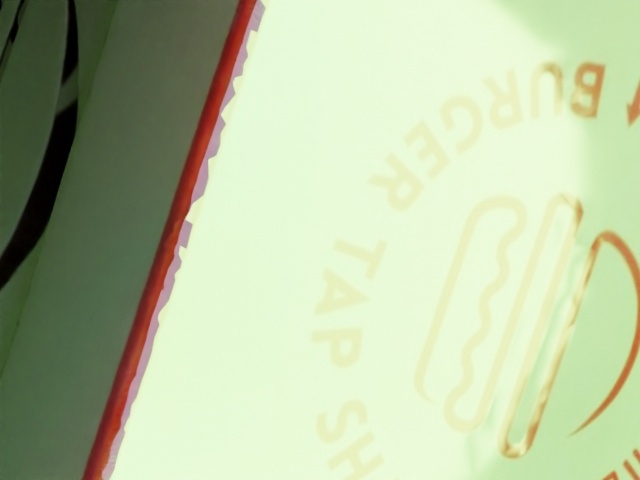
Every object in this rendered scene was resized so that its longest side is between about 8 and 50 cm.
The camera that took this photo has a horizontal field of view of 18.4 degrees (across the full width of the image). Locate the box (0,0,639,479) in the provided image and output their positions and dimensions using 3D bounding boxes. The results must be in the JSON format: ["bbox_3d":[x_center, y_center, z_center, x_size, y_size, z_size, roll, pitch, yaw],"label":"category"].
[{"bbox_3d":[0.000,0.000,0.797,0.312,0.300,0.314,17,93,-35],"label":"box"}]
